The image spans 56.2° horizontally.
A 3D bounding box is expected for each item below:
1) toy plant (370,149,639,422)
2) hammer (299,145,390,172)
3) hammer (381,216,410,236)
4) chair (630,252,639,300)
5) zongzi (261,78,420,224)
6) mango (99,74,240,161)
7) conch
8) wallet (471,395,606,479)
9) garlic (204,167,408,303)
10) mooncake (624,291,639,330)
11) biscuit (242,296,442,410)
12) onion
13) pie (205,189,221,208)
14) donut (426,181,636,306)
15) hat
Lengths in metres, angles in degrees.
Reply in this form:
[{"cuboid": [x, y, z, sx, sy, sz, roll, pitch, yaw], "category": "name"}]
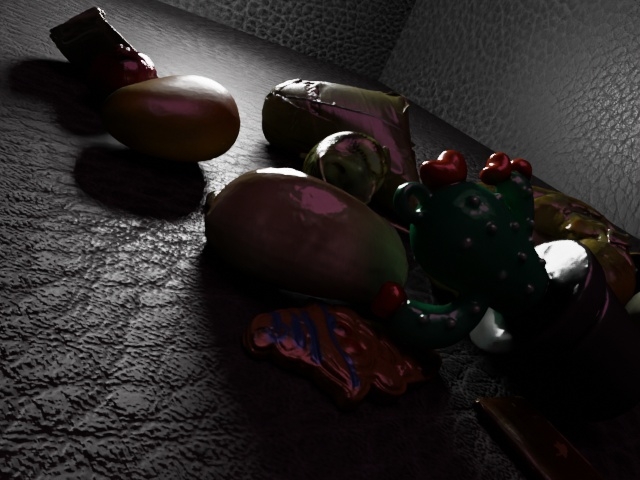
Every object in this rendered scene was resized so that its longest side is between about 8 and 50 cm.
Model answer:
[{"cuboid": [0.241, 0.064, 0.757, 0.400, 0.279, 0.185, 44, 5, -17], "category": "toy plant"}, {"cuboid": [0.048, -0.175, 1.242, 0.195, 0.060, 0.028, 6, 48, 12], "category": "hammer"}, {"cuboid": [0.161, -0.022, 1.206, 0.182, 0.017, 0.062, 25, 21, 1], "category": "hammer"}, {"cuboid": [0.702, 0.116, 1.320, 0.159, 0.172, 0.247, 27, 28, 6], "category": "chair"}, {"cuboid": [0.046, -0.187, 1.323, 0.356, 0.174, 0.393, 5, 53, -14], "category": "zongzi"}, {"cuboid": [-0.237, -0.203, 1.015, 0.175, 0.139, 0.254, 21, 26, 21], "category": "mango"}, {"cuboid": [0.049, -0.123, 1.156, 0.181, 0.124, 0.187, 2, 60, -25], "category": "conch"}, {"cuboid": [0.257, 0.246, 0.681, 0.095, 0.026, 0.176, 4, 28, -33], "category": "wallet"}, {"cuboid": [0.014, 0.004, 0.817, 0.338, 0.151, 0.196, 17, -3, -16], "category": "garlic"}, {"cuboid": [0.662, 0.198, 1.072, 0.275, 0.135, 0.275, 21, 29, -12], "category": "mooncake"}, {"cuboid": [0.039, 0.128, 0.702, 0.280, 0.043, 0.183, 10, 29, -28], "category": "biscuit"}, {"cuboid": [-0.365, -0.297, 1.107, 0.131, 0.131, 0.131, 22, 22, -9], "category": "onion"}, {"cuboid": [-0.140, -0.054, 0.932, 0.084, 0.021, 0.084, 22, 22, -10], "category": "pie"}, {"cuboid": [0.358, 0.032, 1.028, 0.360, 0.170, 0.360, 6, 34, -4], "category": "donut"}, {"cuboid": [-0.428, -0.353, 1.232, 0.244, 0.149, 0.214, 59, -4, -3], "category": "hat"}]
